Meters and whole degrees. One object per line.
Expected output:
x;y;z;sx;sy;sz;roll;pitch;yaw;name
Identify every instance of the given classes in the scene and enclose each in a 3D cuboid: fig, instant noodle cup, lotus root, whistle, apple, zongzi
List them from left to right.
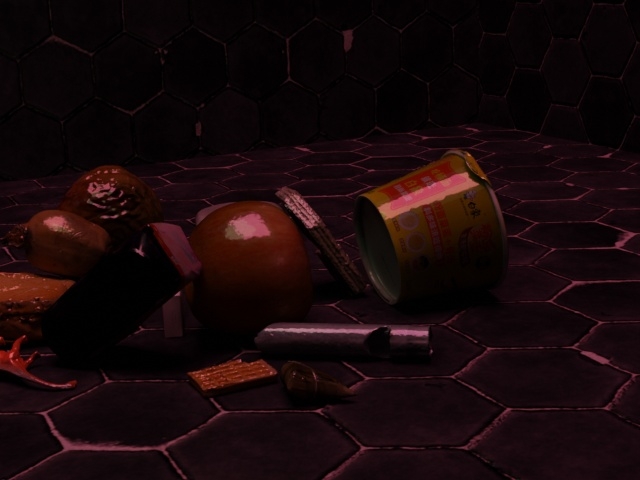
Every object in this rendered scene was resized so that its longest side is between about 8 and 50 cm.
-0.524;0.005;2.031;0.220;0.118;0.125;16;56;-12;lotus root
-0.402;0.001;2.229;0.368;0.286;0.286;22;16;-1;fig
-0.142;0.057;1.893;0.264;0.264;0.264;-2;15;1;apple
-0.004;0.227;1.630;0.113;0.052;0.104;8;7;-11;zongzi
0.040;0.175;1.779;0.312;0.062;0.062;0;15;12;whistle
0.211;-0.014;2.055;0.221;0.311;0.311;-17;19;-16;instant noodle cup

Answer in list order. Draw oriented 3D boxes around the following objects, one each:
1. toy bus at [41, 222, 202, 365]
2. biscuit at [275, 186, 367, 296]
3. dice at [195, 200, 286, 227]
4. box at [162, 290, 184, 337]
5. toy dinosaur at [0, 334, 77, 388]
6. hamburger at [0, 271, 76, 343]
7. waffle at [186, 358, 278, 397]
-0.349;0.096;1.789;0.302;0.127;0.147;-39;-7;25;toy bus
0.000;0.000;2.117;0.046;0.250;0.147;-38;19;-6;biscuit
-0.160;0.027;2.117;0.193;0.192;0.194;-7;14;-8;dice
-0.287;0.123;1.981;0.040;0.084;0.154;-6;15;-6;box
-0.531;0.211;1.765;0.279;0.055;0.101;5;26;20;toy dinosaur
-0.575;0.126;1.970;0.213;0.108;0.214;-2;15;0;hamburger
-0.146;0.226;1.694;0.135;0.021;0.092;-10;17;-26;waffle
